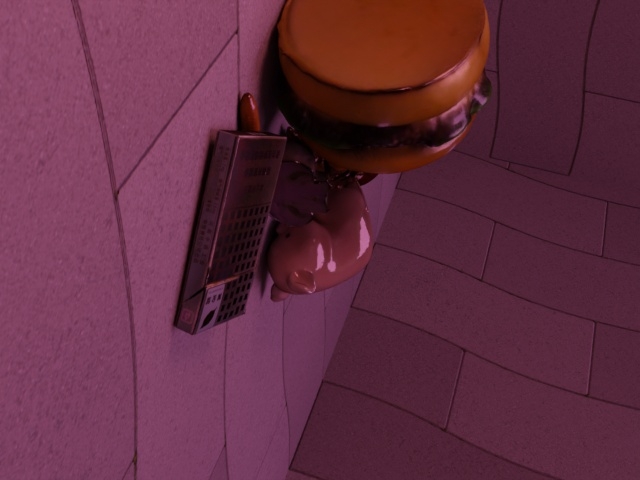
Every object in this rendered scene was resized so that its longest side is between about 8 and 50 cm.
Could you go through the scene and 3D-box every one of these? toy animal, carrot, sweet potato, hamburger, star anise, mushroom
[{"bbox_3d":[-0.004,0.000,1.825,0.212,0.256,0.195,67,-20,1],"label":"toy animal"},{"bbox_3d":[-0.117,-0.157,1.435,0.247,0.043,0.043,89,19,-51],"label":"carrot"},{"bbox_3d":[-0.038,-0.197,1.757,0.226,0.068,0.068,59,46,-63],"label":"sweet potato"},{"bbox_3d":[0.123,-0.317,1.524,0.277,0.396,0.395,84,23,-60],"label":"hamburger"},{"bbox_3d":[0.003,-0.138,1.722,0.196,0.111,0.212,-13,140,-44],"label":"star anise"},{"bbox_3d":[-0.055,-0.120,1.575,0.188,0.141,0.117,94,-7,-57],"label":"mushroom"}]

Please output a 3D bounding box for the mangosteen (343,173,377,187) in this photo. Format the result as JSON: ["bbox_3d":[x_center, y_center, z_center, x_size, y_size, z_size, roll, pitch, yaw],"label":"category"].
[{"bbox_3d":[0.075,-0.227,2.068,0.200,0.200,0.199,15,90,-80],"label":"mangosteen"}]

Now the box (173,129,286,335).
[{"bbox_3d":[-0.144,-0.018,1.361,0.180,0.047,0.324,-16,122,-67],"label":"box"}]
